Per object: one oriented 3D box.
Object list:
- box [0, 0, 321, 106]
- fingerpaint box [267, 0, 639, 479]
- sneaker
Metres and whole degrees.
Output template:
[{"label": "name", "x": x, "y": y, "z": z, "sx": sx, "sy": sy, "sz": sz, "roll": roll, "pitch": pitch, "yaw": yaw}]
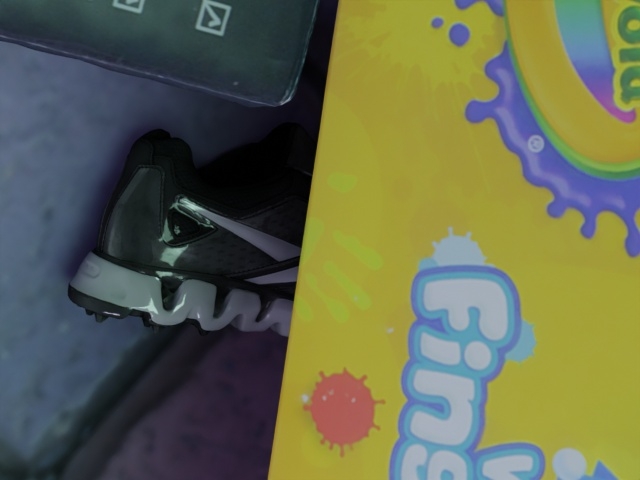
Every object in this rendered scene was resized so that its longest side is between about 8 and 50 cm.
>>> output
[{"label": "box", "x": -0.180, "y": -0.243, "z": 0.568, "sx": 0.395, "sy": 0.212, "sz": 0.293, "roll": 13, "pitch": 98, "yaw": -28}, {"label": "fingerpaint box", "x": 0.133, "y": 0.038, "z": 0.722, "sx": 0.371, "sy": 0.163, "sz": 0.445, "roll": -13, "pitch": 114, "yaw": -62}, {"label": "sneaker", "x": 0.000, "y": 0.000, "z": 0.792, "sx": 0.234, "sy": 0.078, "sz": 0.106, "roll": 10, "pitch": 96, "yaw": -28}]
